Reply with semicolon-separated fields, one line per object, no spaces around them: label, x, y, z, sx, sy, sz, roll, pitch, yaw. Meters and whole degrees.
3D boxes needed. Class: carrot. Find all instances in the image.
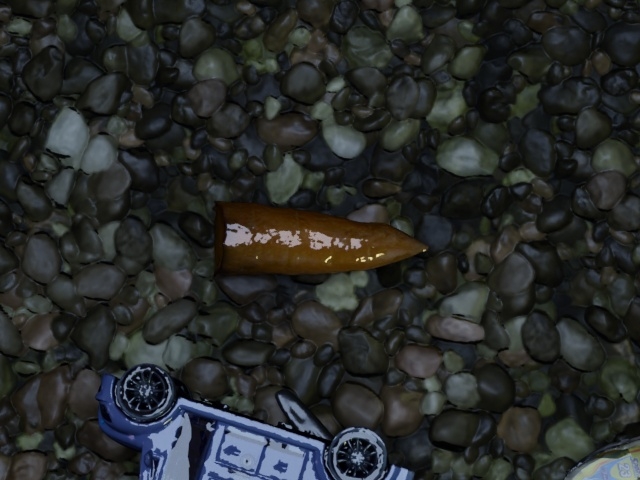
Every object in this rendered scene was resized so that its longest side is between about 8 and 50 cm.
carrot;0.000;0.000;1.567;0.205;0.072;0.072;1;78;-3

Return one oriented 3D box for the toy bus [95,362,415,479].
toy bus;-0.067;0.207;1.482;0.292;0.125;0.133;17;80;7

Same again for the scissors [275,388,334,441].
scissors;0.031;0.224;1.544;0.088;0.017;0.220;-39;80;-7

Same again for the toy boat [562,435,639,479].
toy boat;0.324;0.205;1.531;0.210;0.066;0.084;-10;77;-3
